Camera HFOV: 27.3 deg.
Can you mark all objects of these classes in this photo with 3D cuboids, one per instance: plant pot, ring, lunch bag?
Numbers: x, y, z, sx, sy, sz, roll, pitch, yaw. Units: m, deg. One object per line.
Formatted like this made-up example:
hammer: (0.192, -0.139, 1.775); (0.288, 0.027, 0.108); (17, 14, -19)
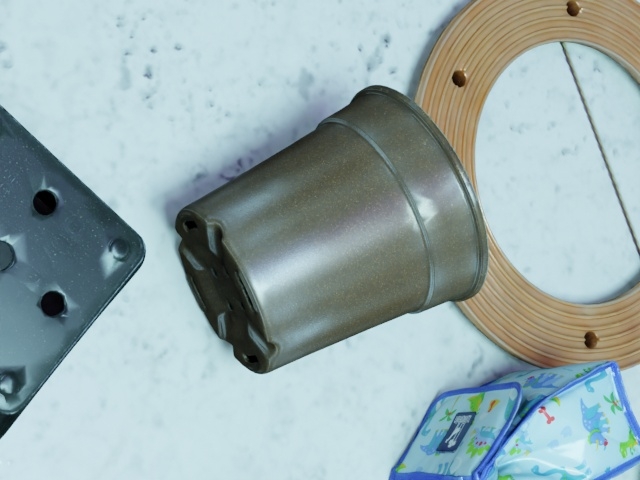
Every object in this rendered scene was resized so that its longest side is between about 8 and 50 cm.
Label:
plant pot: (0.000, 0.000, 0.904); (0.165, 0.167, 0.167); (-26, 97, -22)
plant pot: (-0.210, 0.016, 0.773); (0.187, 0.167, 0.188); (45, 64, -18)
ring: (0.210, -0.056, 1.095); (0.336, 0.032, 0.337); (3, 83, -30)
lunch bag: (0.139, 0.151, 0.975); (0.151, 0.129, 0.096); (-23, 91, -27)
